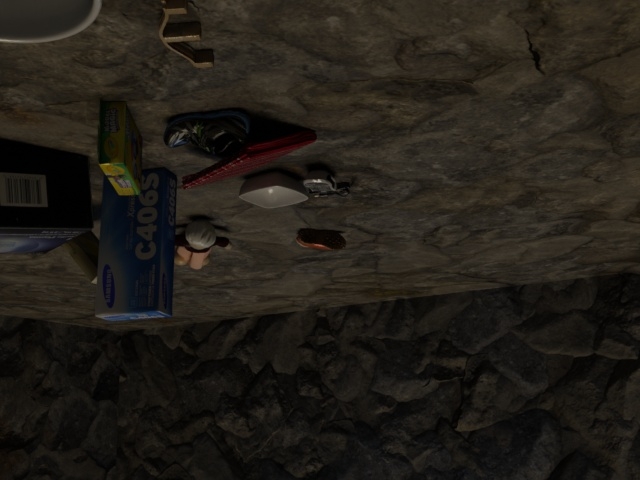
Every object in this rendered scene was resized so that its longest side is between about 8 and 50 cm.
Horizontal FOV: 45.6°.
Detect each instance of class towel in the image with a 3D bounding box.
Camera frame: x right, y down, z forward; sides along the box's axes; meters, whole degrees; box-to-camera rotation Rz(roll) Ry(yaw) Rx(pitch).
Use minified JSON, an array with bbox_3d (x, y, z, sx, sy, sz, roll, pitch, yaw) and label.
[{"bbox_3d":[-0.157,-0.174,1.640,0.198,0.031,0.274,-20,-178,-41],"label":"towel"}]

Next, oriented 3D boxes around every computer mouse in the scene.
[{"bbox_3d":[0.008,-0.144,1.874,0.105,0.042,0.193,0,172,11],"label":"computer mouse"}]

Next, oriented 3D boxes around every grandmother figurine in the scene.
[{"bbox_3d":[-0.373,0.012,2.328,0.207,0.104,0.342,-7,170,-13],"label":"grandmother figurine"}]

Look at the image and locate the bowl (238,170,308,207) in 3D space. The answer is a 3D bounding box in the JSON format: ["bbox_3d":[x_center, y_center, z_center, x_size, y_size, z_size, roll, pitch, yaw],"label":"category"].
[{"bbox_3d":[-0.116,-0.129,1.887,0.142,0.053,0.142,-10,164,33],"label":"bowl"}]

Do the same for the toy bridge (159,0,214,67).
[{"bbox_3d":[-0.216,-0.322,1.180,0.063,0.026,0.188,-2,165,6],"label":"toy bridge"}]

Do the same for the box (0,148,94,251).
[{"bbox_3d":[-0.711,-0.076,1.713,0.296,0.183,0.294,0,169,-40],"label":"box"}]

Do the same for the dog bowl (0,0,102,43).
[{"bbox_3d":[-0.394,-0.346,0.911,0.264,0.104,0.265,-1,166,0],"label":"dog bowl"}]

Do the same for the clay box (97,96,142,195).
[{"bbox_3d":[-0.394,-0.182,1.502,0.053,0.128,0.222,-1,166,-5],"label":"clay box"}]

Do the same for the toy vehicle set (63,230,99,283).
[{"bbox_3d":[-0.643,0.029,2.106,0.035,0.267,0.166,-46,156,4],"label":"toy vehicle set"}]

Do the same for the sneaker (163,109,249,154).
[{"bbox_3d":[-0.230,-0.209,1.514,0.188,0.078,0.067,-6,165,17],"label":"sneaker"}]

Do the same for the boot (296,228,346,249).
[{"bbox_3d":[0.000,0.000,2.407,0.157,0.059,0.084,11,166,-14],"label":"boot"}]

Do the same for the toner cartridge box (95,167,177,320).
[{"bbox_3d":[-0.433,0.009,1.799,0.165,0.348,0.075,-6,164,15],"label":"toner cartridge box"}]
